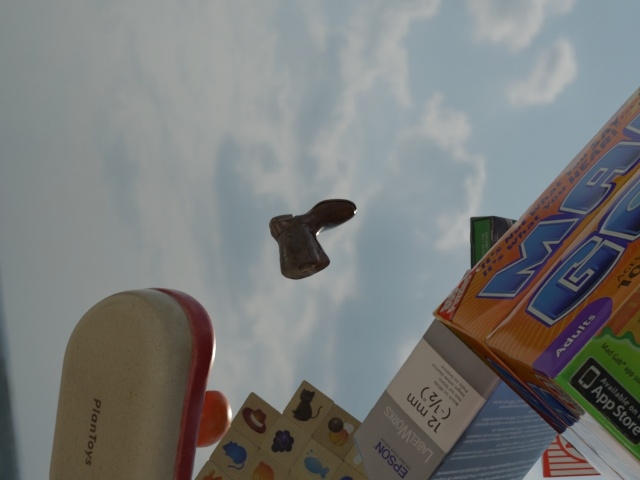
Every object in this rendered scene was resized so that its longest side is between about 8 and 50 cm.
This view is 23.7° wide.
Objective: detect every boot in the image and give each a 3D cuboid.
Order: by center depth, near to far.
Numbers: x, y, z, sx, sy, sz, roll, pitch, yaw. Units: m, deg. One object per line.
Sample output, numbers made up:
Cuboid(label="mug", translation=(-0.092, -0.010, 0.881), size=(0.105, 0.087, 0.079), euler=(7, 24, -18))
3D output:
Cuboid(label="boot", translation=(0.000, 0.000, 1.689), size=(0.114, 0.106, 0.037), euler=(-113, -173, -61))

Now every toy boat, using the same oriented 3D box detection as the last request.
Cuboid(label="toy boat", translation=(-0.143, 0.157, 1.372), size=(0.151, 0.151, 0.231), euler=(15, -81, 42))

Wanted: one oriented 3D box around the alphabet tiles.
Cuboid(label="alphabet tiles", translation=(-0.051, 0.378, 2.082), size=(0.285, 0.342, 0.011), euler=(34, 2, 26))

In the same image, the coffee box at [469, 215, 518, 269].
Cuboid(label="coffee box", translation=(0.255, 0.033, 1.913), size=(0.040, 0.184, 0.113), euler=(-7, -102, 40))

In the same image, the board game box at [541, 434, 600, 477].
Cuboid(label="board game box", translation=(0.390, 0.242, 2.041), size=(0.045, 0.193, 0.147), euler=(-81, 166, -62))

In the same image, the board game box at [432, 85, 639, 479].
Cuboid(label="board game box", translation=(0.380, 0.074, 1.322), size=(0.356, 0.356, 0.356), euler=(43, -3, -11))

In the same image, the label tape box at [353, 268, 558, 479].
Cuboid(label="label tape box", translation=(0.166, 0.200, 1.706), size=(0.115, 0.249, 0.348), euler=(47, -66, 29))
